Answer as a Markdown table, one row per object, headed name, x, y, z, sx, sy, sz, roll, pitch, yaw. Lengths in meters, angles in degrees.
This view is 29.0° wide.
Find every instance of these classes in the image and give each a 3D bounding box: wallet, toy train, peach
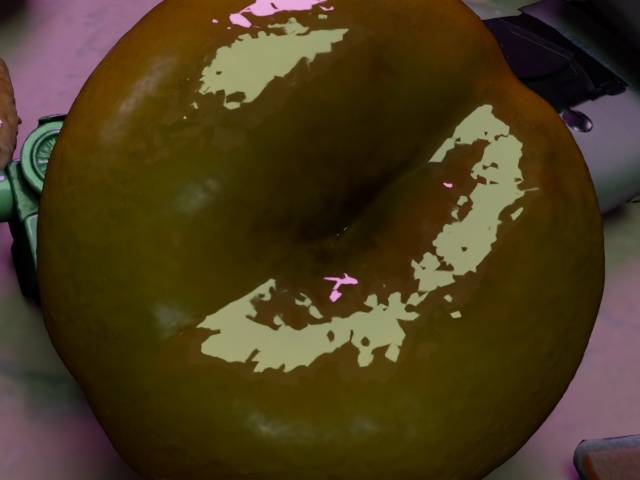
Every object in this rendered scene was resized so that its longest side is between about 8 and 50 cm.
| name | x | y | z | sx | sy | sz | roll | pitch | yaw |
| --- | --- | --- | --- | --- | --- | --- | --- | --- | --- |
| wallet | 0.119 | -0.078 | 0.731 | 0.231 | 0.069 | 0.170 | -22 | 52 | -31 |
| toy train | -0.081 | -0.016 | 0.616 | 0.172 | 0.070 | 0.099 | -12 | 79 | -23 |
| peach | 0.000 | 0.000 | 0.533 | 0.251 | 0.153 | 0.251 | 7 | 72 | -23 |

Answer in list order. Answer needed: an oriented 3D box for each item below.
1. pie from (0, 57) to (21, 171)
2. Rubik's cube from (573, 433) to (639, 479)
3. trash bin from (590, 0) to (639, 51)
| name | x | y | z | sx | sy | sz | roll | pitch | yaw |
| --- | --- | --- | --- | --- | --- | --- | --- | --- | --- |
| pie | -0.250 | -0.063 | 0.638 | 0.195 | 0.046 | 0.195 | 7 | 49 | -8 |
| Rubik's cube | 0.267 | 0.164 | 0.497 | 0.233 | 0.228 | 0.228 | -29 | 9 | 6 |
| trash bin | 0.259 | -0.145 | 0.775 | 0.177 | 0.101 | 0.236 | 4 | 44 | -49 |
